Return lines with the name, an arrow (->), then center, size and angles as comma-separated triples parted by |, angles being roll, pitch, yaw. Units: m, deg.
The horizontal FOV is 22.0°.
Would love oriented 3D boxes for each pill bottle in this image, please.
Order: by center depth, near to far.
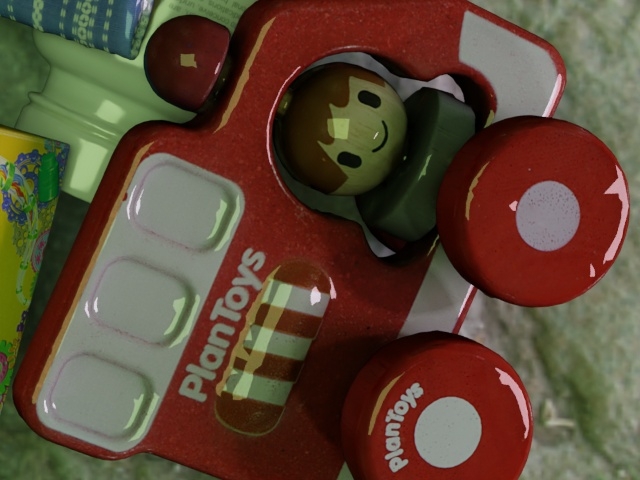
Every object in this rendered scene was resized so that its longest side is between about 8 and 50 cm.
pill bottle -> -0.091, -0.131, 0.947 | 0.131, 0.131, 0.229 | 24, 93, 2

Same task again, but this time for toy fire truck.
toy fire truck -> 0.000, 0.000, 0.889 | 0.254, 0.169, 0.302 | 23, 92, -21

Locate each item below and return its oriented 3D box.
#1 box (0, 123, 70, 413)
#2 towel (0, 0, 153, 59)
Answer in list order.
box -> -0.340, -0.017, 0.836 | 0.279, 0.290, 0.177 | 16, 93, 29
towel -> -0.210, -0.257, 0.903 | 0.336, 0.040, 0.243 | 21, 108, 30
